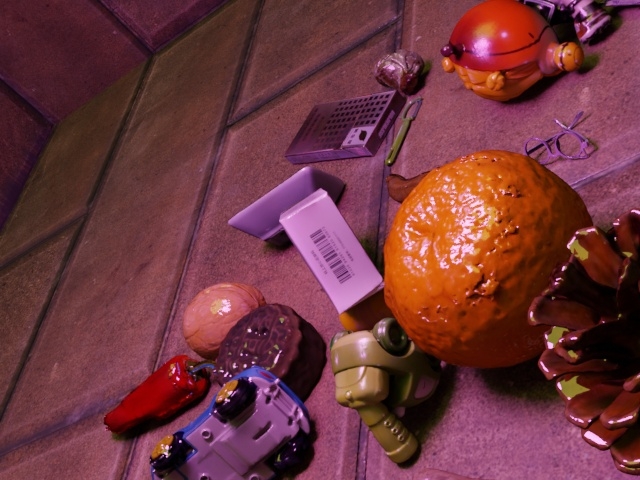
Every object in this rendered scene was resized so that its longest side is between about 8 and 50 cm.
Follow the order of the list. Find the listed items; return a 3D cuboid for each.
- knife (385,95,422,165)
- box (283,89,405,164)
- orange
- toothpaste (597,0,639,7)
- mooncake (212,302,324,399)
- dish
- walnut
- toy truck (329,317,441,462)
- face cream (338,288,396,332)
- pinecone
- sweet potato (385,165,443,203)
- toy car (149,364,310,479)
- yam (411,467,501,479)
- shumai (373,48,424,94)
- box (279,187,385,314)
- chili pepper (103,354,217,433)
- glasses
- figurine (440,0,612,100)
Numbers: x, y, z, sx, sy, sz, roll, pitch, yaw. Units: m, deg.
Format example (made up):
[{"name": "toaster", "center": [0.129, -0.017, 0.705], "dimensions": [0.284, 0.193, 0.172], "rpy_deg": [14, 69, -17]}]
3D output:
[{"name": "knife", "center": [0.184, -0.252, 2.197], "dimensions": [0.054, 0.015, 0.212], "rpy_deg": [-13, 43, 45]}, {"name": "box", "center": [0.055, -0.280, 2.365], "dimensions": [0.325, 0.047, 0.180], "rpy_deg": [0, 53, 53]}, {"name": "orange", "center": [0.269, 0.035, 1.470], "dimensions": [0.340, 0.293, 0.341], "rpy_deg": [-34, 43, 39]}, {"name": "toothpaste", "center": [0.664, -0.486, 1.829], "dimensions": [0.282, 0.099, 0.068], "rpy_deg": [-163, 68, -64]}, {"name": "mooncake", "center": [-0.105, 0.235, 1.865], "dimensions": [0.228, 0.124, 0.228], "rpy_deg": [-31, 34, 24]}, {"name": "dish", "center": [-0.065, -0.062, 2.175], "dimensions": [0.243, 0.182, 0.080], "rpy_deg": [-33, 68, 21]}, {"name": "walnut", "center": [-0.207, 0.172, 2.035], "dimensions": [0.197, 0.165, 0.165], "rpy_deg": [-20, 39, 36]}, {"name": "toy truck", "center": [0.099, 0.232, 1.543], "dimensions": [0.148, 0.187, 0.210], "rpy_deg": [-21, 38, 43]}, {"name": "face cream", "center": [0.160, 0.092, 1.745], "dimensions": [0.273, 0.078, 0.078], "rpy_deg": [-30, 33, 27]}, {"name": "pinecone", "center": [0.421, 0.110, 1.115], "dimensions": [0.384, 0.384, 0.384], "rpy_deg": [-32, 33, 23]}, {"name": "sweet potato", "center": [0.202, -0.111, 1.963], "dimensions": [0.081, 0.062, 0.233], "rpy_deg": [-43, 22, -27]}, {"name": "toy car", "center": [-0.169, 0.370, 1.725], "dimensions": [0.314, 0.198, 0.166], "rpy_deg": [-43, 14, 10]}, {"name": "yam", "center": [0.268, 0.367, 1.277], "dimensions": [0.356, 0.081, 0.081], "rpy_deg": [-4, 50, 50]}, {"name": "shumai", "center": [0.194, -0.393, 2.278], "dimensions": [0.123, 0.099, 0.087], "rpy_deg": [-18, 45, 13]}, {"name": "box", "center": [0.017, 0.012, 1.785], "dimensions": [0.106, 0.200, 0.299], "rpy_deg": [-33, 5, -1]}, {"name": "chili pepper", "center": [-0.352, 0.339, 2.080], "dimensions": [0.387, 0.110, 0.110], "rpy_deg": [-35, 31, 26]}, {"name": "glasses", "center": [0.456, -0.192, 1.770], "dimensions": [0.140, 0.062, 0.104], "rpy_deg": [-9, 24, 46]}, {"name": "figurine", "center": [0.398, -0.418, 1.946], "dimensions": [0.323, 0.196, 0.320], "rpy_deg": [-40, 35, -10]}]
